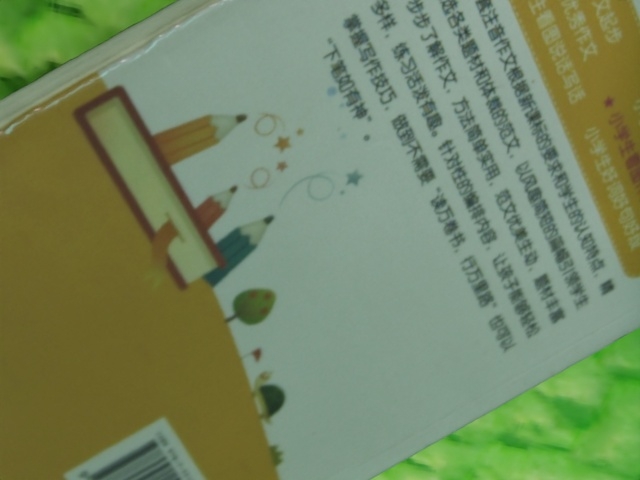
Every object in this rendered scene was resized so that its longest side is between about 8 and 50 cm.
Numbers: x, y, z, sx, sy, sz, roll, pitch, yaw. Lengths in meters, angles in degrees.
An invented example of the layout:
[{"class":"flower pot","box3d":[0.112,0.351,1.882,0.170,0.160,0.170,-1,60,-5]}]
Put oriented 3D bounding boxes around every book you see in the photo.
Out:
[{"class":"book","box3d":[0.000,0.000,0.651,0.295,0.020,0.208,-29,125,-1]}]
